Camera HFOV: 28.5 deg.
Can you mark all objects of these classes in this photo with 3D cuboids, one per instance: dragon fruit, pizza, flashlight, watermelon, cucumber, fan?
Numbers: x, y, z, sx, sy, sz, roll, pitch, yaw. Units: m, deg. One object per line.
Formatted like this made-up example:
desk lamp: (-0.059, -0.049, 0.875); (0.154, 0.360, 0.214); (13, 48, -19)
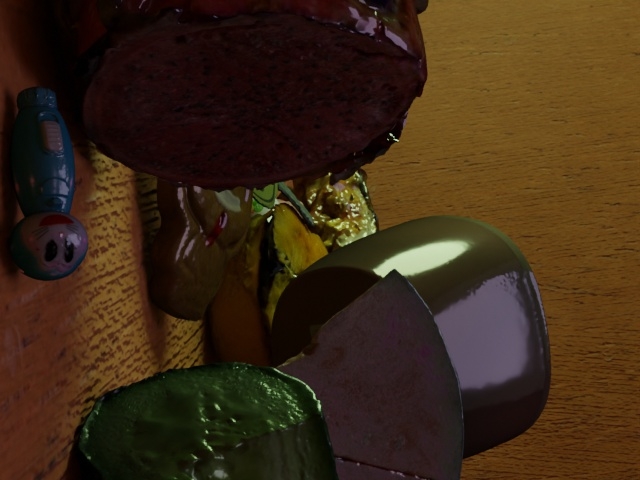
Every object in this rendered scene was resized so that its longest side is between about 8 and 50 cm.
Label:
dragon fruit: (-0.064, -0.218, 0.995); (0.314, 0.296, 0.262); (95, -10, -66)
pizza: (0.000, 0.000, 1.918); (0.409, 0.114, 0.277); (-173, -90, -69)
flashlight: (-0.183, -0.037, 0.826); (0.051, 0.051, 0.129); (69, 9, -73)
watermelon: (-0.010, 0.218, 1.297); (0.222, 0.292, 0.319); (14, -47, 64)
cucumber: (-0.087, 0.185, 0.961); (0.191, 0.191, 0.130); (-88, 174, -56)
fan: (-0.088, -0.115, 1.518); (0.335, 0.011, 0.229); (49, 17, -45)

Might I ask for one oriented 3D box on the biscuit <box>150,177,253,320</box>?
biscuit: (-0.105, -0.063, 1.274); (0.186, 0.044, 0.295); (39, 60, -63)

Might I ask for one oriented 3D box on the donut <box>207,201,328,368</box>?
donut: (-0.049, 0.080, 1.582); (0.253, 0.118, 0.253); (23, 64, -61)

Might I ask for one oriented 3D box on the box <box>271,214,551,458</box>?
box: (0.094, 0.130, 1.453); (0.216, 0.301, 0.301); (-17, 105, -49)

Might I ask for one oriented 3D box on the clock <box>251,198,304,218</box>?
clock: (-0.083, 0.013, 1.759); (0.162, 0.093, 0.165); (-2, 94, -76)
